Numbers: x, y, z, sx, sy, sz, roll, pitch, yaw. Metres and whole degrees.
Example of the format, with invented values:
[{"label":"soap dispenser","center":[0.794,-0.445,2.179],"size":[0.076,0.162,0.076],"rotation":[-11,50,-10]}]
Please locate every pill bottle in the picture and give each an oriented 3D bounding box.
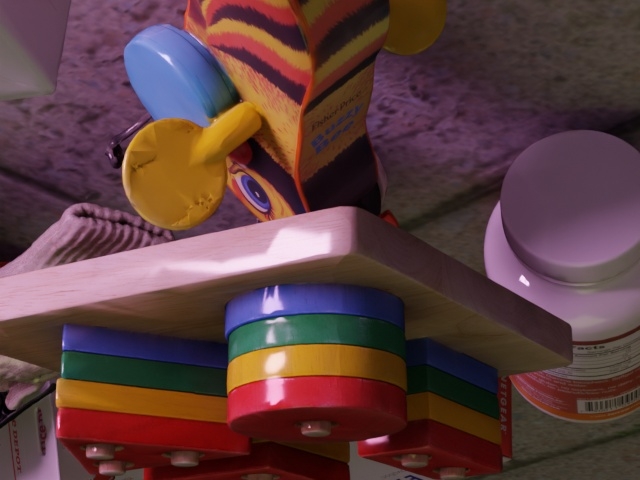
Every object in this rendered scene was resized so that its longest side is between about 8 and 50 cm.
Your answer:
[{"label":"pill bottle","center":[0.167,0.024,1.014],"size":[0.121,0.121,0.216],"rotation":[-1,152,10]}]

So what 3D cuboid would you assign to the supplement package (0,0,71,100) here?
[{"label":"supplement package","center":[-0.157,-0.178,0.531],"size":[0.134,0.244,0.139],"rotation":[-4,152,18]}]

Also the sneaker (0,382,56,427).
[{"label":"sneaker","center":[-0.271,0.131,1.116],"size":[0.170,0.051,0.089],"rotation":[-22,174,-25]}]

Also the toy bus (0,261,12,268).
[{"label":"toy bus","center":[-0.314,0.059,1.151],"size":[0.211,0.149,0.220],"rotation":[1,159,-32]}]

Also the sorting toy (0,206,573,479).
[{"label":"sorting toy","center":[-0.028,0.080,0.870],"size":[0.257,0.089,0.255],"rotation":[-11,159,30]}]

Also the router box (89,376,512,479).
[{"label":"router box","center":[-0.064,0.142,1.315],"size":[0.301,0.082,0.335],"rotation":[22,147,-31]}]

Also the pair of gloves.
[{"label":"pair of gloves","center":[-0.121,0.070,1.040],"size":[0.240,0.042,0.204],"rotation":[26,135,-36]}]

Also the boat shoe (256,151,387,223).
[{"label":"boat shoe","center":[0.000,0.000,1.039],"size":[0.084,0.079,0.233],"rotation":[3,151,5]}]

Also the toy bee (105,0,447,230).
[{"label":"toy bee","center":[-0.008,-0.069,0.824],"size":[0.162,0.195,0.298],"rotation":[47,178,7]}]

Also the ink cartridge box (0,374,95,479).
[{"label":"ink cartridge box","center":[-0.230,0.134,1.223],"size":[0.060,0.104,0.180],"rotation":[-10,-173,-43]}]
